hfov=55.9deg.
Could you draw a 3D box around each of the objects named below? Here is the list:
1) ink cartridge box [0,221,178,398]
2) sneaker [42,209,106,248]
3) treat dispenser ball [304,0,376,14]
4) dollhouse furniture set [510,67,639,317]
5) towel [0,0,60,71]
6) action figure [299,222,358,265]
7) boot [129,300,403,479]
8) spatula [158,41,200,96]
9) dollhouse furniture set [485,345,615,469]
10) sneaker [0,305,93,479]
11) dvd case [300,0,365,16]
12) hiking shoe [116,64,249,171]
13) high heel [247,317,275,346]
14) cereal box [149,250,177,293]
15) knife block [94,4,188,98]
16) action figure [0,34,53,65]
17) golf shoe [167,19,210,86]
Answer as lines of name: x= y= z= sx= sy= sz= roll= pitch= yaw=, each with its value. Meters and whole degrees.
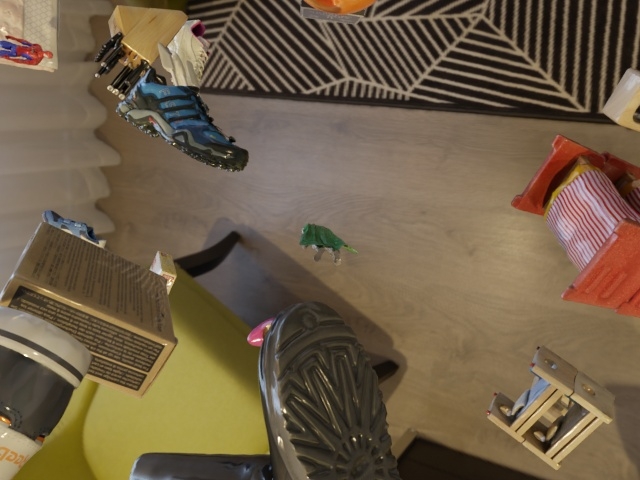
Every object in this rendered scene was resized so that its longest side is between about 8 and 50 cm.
ink cartridge box: x=-0.294 y=0.079 z=0.764 sx=0.193 sy=0.235 sz=0.088 roll=30 pitch=95 yaw=-23
sneaker: x=-0.496 y=-0.018 z=1.223 sx=0.144 sy=0.053 sz=0.059 roll=40 pitch=93 yaw=-1
treat dispenser ball: x=0.049 y=-0.683 z=1.415 sx=0.288 sy=0.288 sz=0.288 roll=7 pitch=104 yaw=29
dollhouse furniture set: x=0.399 y=-0.114 z=0.676 sx=0.152 sy=0.201 sz=0.374 roll=15 pitch=123 yaw=-15
towel: x=-0.875 y=-0.651 z=1.644 sx=0.053 sy=0.317 sz=0.331 roll=0 pitch=88 yaw=51
action figure: x=0.000 y=0.000 z=1.457 sx=0.137 sy=0.232 sz=0.063 roll=13 pitch=104 yaw=-12
boot: x=-0.106 y=0.295 z=0.794 sx=0.445 sy=0.146 sz=0.366 roll=-21 pitch=86 yaw=45
spatula: x=-0.357 y=-0.398 z=1.609 sx=0.019 sy=0.168 sz=0.242 roll=-20 pitch=79 yaw=14
dollhouse furniture set: x=0.368 y=0.229 z=0.954 sx=0.129 sy=0.184 sz=0.129 roll=36 pitch=122 yaw=12
sneaker: x=-0.339 y=0.110 z=0.477 sx=0.321 sy=0.127 sz=0.126 roll=2 pitch=145 yaw=29
dvd case: x=0.030 y=-0.664 z=1.754 sx=0.179 sy=0.238 sz=0.029 roll=7 pitch=105 yaw=-4
hiking shoe: x=-0.264 y=-0.245 z=1.203 sx=0.304 sy=0.113 sz=0.132 roll=28 pitch=88 yaw=11
high heel: x=-0.120 y=0.274 z=1.777 sx=0.244 sy=0.117 sz=0.082 roll=-12 pitch=93 yaw=16
cereal box: x=-0.449 y=0.161 z=1.578 sx=0.240 sy=0.047 sz=0.173 roll=-65 pitch=23 yaw=7
knife block: x=-0.482 y=-0.511 z=1.655 sx=0.088 sy=0.276 sz=0.242 roll=-22 pitch=81 yaw=52
action figure: x=-0.447 y=-0.275 z=0.871 sx=0.115 sy=0.030 sz=0.038 roll=6 pitch=77 yaw=-8
golf shoe: x=-0.421 y=-0.587 z=1.957 sx=0.140 sy=0.115 sz=0.306 roll=-16 pitch=76 yaw=9
